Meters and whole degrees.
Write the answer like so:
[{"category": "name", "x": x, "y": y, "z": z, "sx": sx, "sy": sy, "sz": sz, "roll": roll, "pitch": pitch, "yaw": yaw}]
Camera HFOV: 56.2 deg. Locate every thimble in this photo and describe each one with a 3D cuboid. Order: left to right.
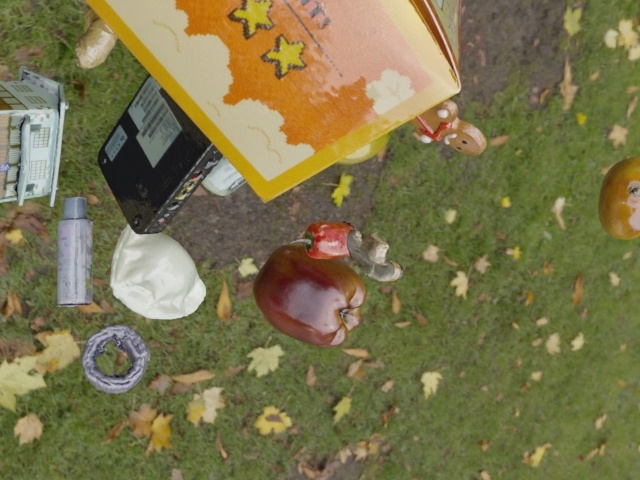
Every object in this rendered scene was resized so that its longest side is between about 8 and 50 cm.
[{"category": "thimble", "x": -0.463, "y": 0.268, "z": 1.354, "sx": 0.150, "sy": 0.098, "sz": 0.150, "roll": 6, "pitch": 68, "yaw": -14}]

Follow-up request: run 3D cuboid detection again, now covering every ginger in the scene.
[{"category": "ginger", "x": -0.427, "y": -0.515, "z": 1.285, "sx": 0.334, "sy": 0.148, "sz": 0.081, "roll": -51, "pitch": 131, "yaw": 2}]

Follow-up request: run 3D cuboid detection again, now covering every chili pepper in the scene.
[{"category": "chili pepper", "x": 0.000, "y": 0.000, "z": 1.415, "sx": 0.192, "sy": 0.086, "sz": 0.084, "roll": -5, "pitch": 137, "yaw": -38}]

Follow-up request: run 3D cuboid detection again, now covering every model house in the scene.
[{"category": "model house", "x": -0.583, "y": -0.183, "z": 1.089, "sx": 0.215, "sy": 0.198, "sz": 0.224, "roll": -19, "pitch": 137, "yaw": -50}]

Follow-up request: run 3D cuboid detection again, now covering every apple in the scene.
[{"category": "apple", "x": -0.034, "y": 0.157, "z": 1.745, "sx": 0.288, "sy": 0.317, "sz": 0.288, "roll": -41, "pitch": 148, "yaw": -33}]

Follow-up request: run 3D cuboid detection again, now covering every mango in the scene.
[{"category": "mango", "x": 0.066, "y": -0.202, "z": 1.081, "sx": 0.194, "sy": 0.130, "sz": 0.092, "roll": -32, "pitch": 138, "yaw": -34}, {"category": "mango", "x": 0.648, "y": -0.078, "z": 1.256, "sx": 0.151, "sy": 0.120, "sz": 0.221, "roll": -61, "pitch": 151, "yaw": -25}]

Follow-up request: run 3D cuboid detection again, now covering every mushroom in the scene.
[{"category": "mushroom", "x": 0.062, "y": 0.019, "z": 0.732, "sx": 0.019, "sy": 0.101, "sz": 0.049, "roll": 13, "pitch": 110, "yaw": -42}]

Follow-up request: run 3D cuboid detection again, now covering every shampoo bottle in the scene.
[{"category": "shampoo bottle", "x": -0.482, "y": 0.022, "z": 1.179, "sx": 0.072, "sy": 0.072, "sz": 0.214, "roll": 5, "pitch": 78, "yaw": -40}]

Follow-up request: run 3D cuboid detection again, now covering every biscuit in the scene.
[{"category": "biscuit", "x": 0.271, "y": -0.307, "z": 1.505, "sx": 0.324, "sy": 0.205, "sz": 0.049, "roll": 31, "pitch": 77, "yaw": -4}]

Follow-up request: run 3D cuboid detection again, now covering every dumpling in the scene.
[{"category": "dumpling", "x": -0.363, "y": 0.084, "z": 1.318, "sx": 0.252, "sy": 0.131, "sz": 0.179, "roll": 51, "pitch": 41, "yaw": -32}]

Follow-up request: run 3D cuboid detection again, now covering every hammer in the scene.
[{"category": "hammer", "x": -0.191, "y": -0.201, "z": 1.211, "sx": 0.202, "sy": 0.113, "sz": 0.305, "roll": -42, "pitch": 168, "yaw": -1}]

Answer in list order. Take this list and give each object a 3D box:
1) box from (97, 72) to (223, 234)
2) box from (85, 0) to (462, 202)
[{"category": "box", "x": -0.270, "y": -0.186, "z": 1.071, "sx": 0.350, "sy": 0.211, "sz": 0.058, "roll": -45, "pitch": 156, "yaw": 29}, {"category": "box", "x": -0.019, "y": -0.239, "z": 0.514, "sx": 0.259, "sy": 0.214, "sz": 0.283, "roll": 50, "pitch": 32, "yaw": -26}]
